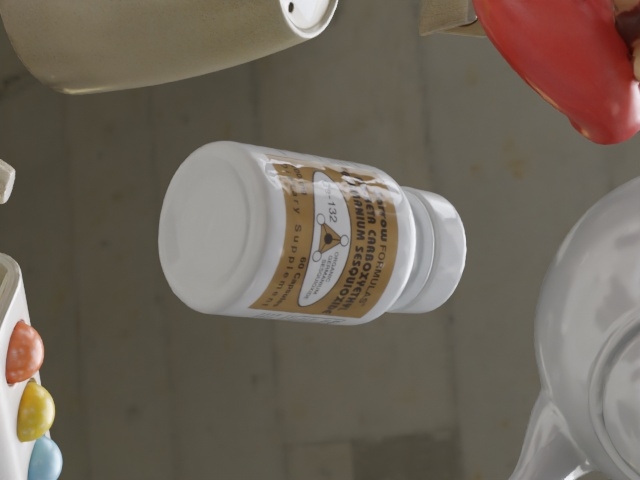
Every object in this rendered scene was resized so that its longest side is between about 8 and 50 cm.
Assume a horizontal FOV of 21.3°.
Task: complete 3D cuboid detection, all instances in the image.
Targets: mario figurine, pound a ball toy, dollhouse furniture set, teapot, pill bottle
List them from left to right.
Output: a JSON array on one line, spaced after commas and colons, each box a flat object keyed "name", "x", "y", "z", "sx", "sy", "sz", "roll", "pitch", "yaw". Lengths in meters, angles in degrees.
[{"name": "pound a ball toy", "x": -0.292, "y": 0.099, "z": 1.504, "sx": 0.319, "sy": 0.136, "sz": 0.208, "roll": 92, "pitch": 10, "yaw": -46}, {"name": "pill bottle", "x": 0.000, "y": 0.000, "z": 1.332, "sx": 0.131, "sy": 0.229, "sz": 0.131, "roll": -9, "pitch": -102, "yaw": 47}, {"name": "dollhouse furniture set", "x": 0.176, "y": -0.238, "z": 1.397, "sx": 0.123, "sy": 0.151, "sz": 0.144, "roll": -173, "pitch": -93, "yaw": -76}, {"name": "teapot", "x": 0.258, "y": 0.078, "z": 1.098, "sx": 0.187, "sy": 0.253, "sz": 0.256, "roll": -66, "pitch": 169, "yaw": -65}, {"name": "mario figurine", "x": 0.233, "y": -0.148, "z": 0.838, "sx": 0.198, "sy": 0.321, "sz": 0.170, "roll": 93, "pitch": -8, "yaw": -76}]

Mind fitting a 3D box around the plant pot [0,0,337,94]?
[{"name": "plant pot", "x": -0.127, "y": -0.263, "z": 1.658, "sx": 0.274, "sy": 0.256, "sz": 0.256, "roll": 6, "pitch": -85, "yaw": 28}]
